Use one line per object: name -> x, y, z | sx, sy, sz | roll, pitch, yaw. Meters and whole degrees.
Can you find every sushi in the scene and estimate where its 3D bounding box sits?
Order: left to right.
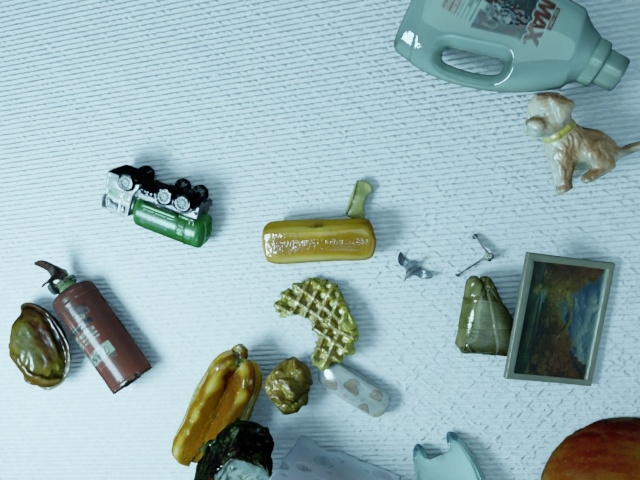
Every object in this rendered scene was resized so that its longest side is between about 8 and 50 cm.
sushi -> -0.180, 0.468, 1.417 | 0.124, 0.127, 0.225 | 26, 121, -18

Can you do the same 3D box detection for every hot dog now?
hot dog -> -0.217, 0.366, 1.504 | 0.135, 0.100, 0.338 | 28, 112, 7

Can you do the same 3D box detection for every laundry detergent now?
laundry detergent -> 0.361, -0.377, 1.276 | 0.397, 0.124, 0.264 | 30, 101, 7

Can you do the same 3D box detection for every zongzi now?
zongzi -> 0.361, 0.153, 1.357 | 0.176, 0.078, 0.160 | 7, 100, 4

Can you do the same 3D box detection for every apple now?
apple -> 0.580, 0.480, 1.310 | 0.345, 0.254, 0.179 | -9, 136, 16

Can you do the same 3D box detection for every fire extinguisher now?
fire extinguisher -> -0.519, 0.181, 1.540 | 0.106, 0.147, 0.337 | -37, 87, 1

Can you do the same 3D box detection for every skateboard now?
skateboard -> 0.296, 0.034, 1.384 | 0.083, 0.032, 0.064 | -38, 76, 13

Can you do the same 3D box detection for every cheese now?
cheese -> 0.082, -0.083, 1.423 | 0.044, 0.030, 0.083 | 19, 96, -10

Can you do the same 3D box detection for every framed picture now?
framed picture -> 0.458, 0.154, 1.327 | 0.184, 0.016, 0.250 | 8, 98, -9

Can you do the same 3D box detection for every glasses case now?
glasses case -> 0.070, 0.311, 1.460 | 0.164, 0.041, 0.063 | 31, 100, 10

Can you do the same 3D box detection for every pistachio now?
pistachio -> -0.652, 0.243, 1.591 | 0.165, 0.130, 0.211 | -22, 82, 18

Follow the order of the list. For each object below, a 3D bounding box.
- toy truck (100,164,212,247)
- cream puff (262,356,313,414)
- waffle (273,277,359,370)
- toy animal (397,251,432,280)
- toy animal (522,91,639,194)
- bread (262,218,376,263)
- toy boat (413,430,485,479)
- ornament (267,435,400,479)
toy truck -> -0.345, -0.076, 1.496 | 0.242, 0.101, 0.125 | 22, 112, 8
cream puff -> -0.064, 0.310, 1.459 | 0.094, 0.116, 0.122 | 43, 119, 19
waffle -> -0.005, 0.171, 1.453 | 0.148, 0.051, 0.194 | -28, 81, 15
toy animal -> 0.184, 0.063, 1.412 | 0.084, 0.028, 0.050 | 38, 95, 8
toy animal -> 0.474, -0.206, 1.263 | 0.183, 0.104, 0.185 | -28, 96, 14
bread -> 0.000, 0.000, 1.429 | 0.239, 0.074, 0.093 | -2, 102, 14
toy boat -> 0.274, 0.504, 1.425 | 0.134, 0.079, 0.208 | -27, 78, 8
ornament -> 0.003, 0.587, 1.406 | 0.239, 0.239, 0.239 | 19, 99, 11
